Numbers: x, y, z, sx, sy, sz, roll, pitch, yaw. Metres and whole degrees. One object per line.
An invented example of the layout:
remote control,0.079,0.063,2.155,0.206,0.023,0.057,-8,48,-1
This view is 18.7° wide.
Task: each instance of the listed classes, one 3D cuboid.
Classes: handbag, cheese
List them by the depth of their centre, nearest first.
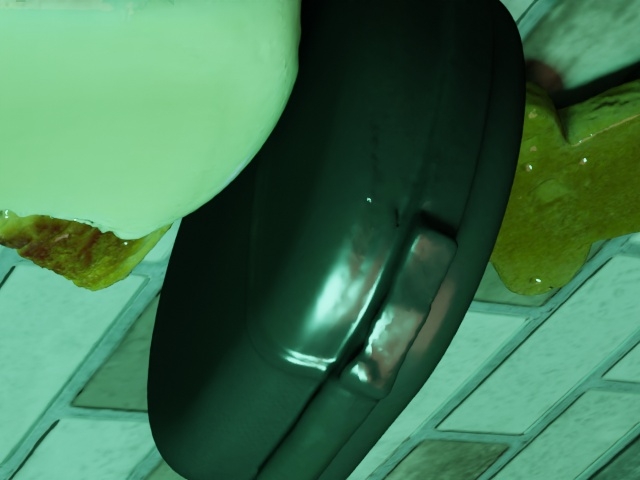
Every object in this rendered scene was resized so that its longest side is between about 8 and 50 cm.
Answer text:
cheese,-0.137,-0.088,0.863,0.266,0.127,0.233,-1,144,-23
handbag,-0.001,0.000,0.954,0.093,0.254,0.308,19,137,-15

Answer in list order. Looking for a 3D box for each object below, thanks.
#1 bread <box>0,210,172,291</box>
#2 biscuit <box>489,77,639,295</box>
bread,-0.113,-0.039,1.016,0.136,0.054,0.154,-30,151,20
biscuit,0.136,-0.038,1.144,0.301,0.049,0.197,-20,143,2
